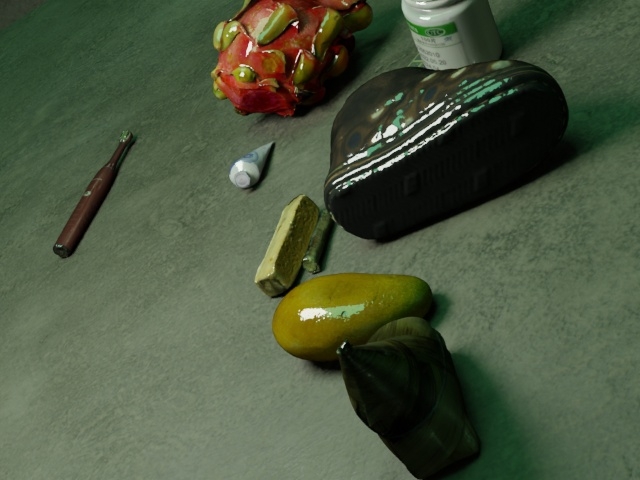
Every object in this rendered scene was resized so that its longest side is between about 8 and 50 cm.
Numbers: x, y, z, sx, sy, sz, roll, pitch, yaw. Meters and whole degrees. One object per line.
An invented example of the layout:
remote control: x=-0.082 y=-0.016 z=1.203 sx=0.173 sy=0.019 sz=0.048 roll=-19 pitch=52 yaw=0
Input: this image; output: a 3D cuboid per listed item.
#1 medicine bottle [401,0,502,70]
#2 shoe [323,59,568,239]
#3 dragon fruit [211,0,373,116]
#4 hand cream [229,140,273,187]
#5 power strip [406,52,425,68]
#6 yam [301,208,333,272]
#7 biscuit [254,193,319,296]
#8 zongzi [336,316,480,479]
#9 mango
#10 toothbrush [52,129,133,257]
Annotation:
medicine bottle: x=0.199 y=-0.377 z=1.995 sx=0.139 sy=0.237 sz=0.139 roll=-15 pitch=46 yaw=16
shoe: x=0.176 y=-0.169 z=1.816 sx=0.384 sy=0.171 sz=0.237 roll=-30 pitch=34 yaw=26
dragon fruit: x=-0.052 y=-0.349 z=2.280 sx=0.307 sy=0.243 sz=0.227 roll=-3 pitch=0 yaw=-15
hand cream: x=-0.129 y=-0.134 z=2.206 sx=0.084 sy=0.053 sz=0.142 roll=-26 pitch=22 yaw=18
power strip: x=0.209 y=-0.332 z=2.149 sx=0.076 sy=0.028 sz=0.169 roll=7 pitch=51 yaw=51
yam: x=0.000 y=0.000 z=1.907 sx=0.027 sy=0.033 sz=0.129 roll=-48 pitch=13 yaw=40
biscuit: x=-0.052 y=0.007 z=1.922 sx=0.056 sy=0.052 sz=0.188 roll=-28 pitch=28 yaw=38
zongzi: x=0.071 y=0.132 z=1.435 sx=0.112 sy=0.242 sz=0.221 roll=-35 pitch=32 yaw=14
mango: x=0.039 y=0.098 z=1.666 sx=0.228 sy=0.099 sz=0.136 roll=-12 pitch=30 yaw=21
toothbrush: x=-0.447 y=-0.101 z=2.483 sx=0.041 sy=0.041 sz=0.364 roll=-14 pitch=37 yaw=32
